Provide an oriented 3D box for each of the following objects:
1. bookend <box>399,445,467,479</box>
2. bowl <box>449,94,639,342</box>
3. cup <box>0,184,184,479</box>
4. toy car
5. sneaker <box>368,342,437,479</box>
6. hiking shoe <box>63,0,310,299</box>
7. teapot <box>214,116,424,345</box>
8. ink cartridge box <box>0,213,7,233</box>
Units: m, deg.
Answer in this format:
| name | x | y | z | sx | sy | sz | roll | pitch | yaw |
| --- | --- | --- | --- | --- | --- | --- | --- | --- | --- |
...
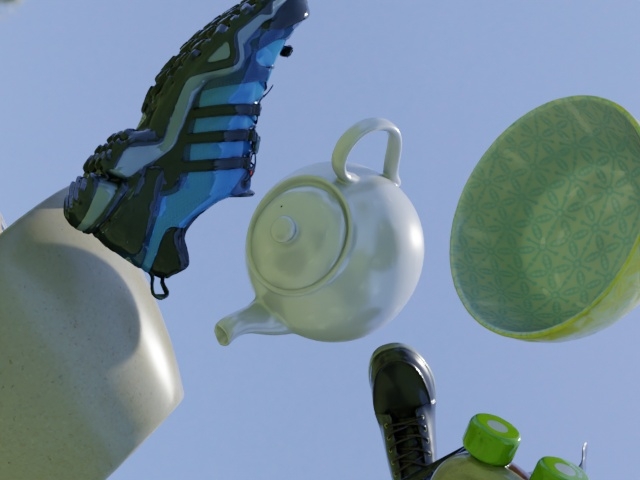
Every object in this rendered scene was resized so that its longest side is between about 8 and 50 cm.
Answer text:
| name | x | y | z | sx | sy | sz | roll | pitch | yaw |
| --- | --- | --- | --- | --- | --- | --- | --- | --- | --- |
| bookend | 0.100 | 0.303 | 1.378 | 0.157 | 0.156 | 0.072 | -38 | -99 | 41 |
| bowl | 0.306 | -0.005 | 1.460 | 0.289 | 0.156 | 0.290 | -29 | -131 | 40 |
| cup | -0.281 | 0.136 | 1.307 | 0.237 | 0.331 | 0.331 | 45 | -41 | -2 |
| toy car | 0.205 | 0.252 | 1.230 | 0.149 | 0.188 | 0.155 | 31 | -70 | 29 |
| sneaker | 0.114 | 0.241 | 1.582 | 0.118 | 0.083 | 0.222 | -93 | 170 | -60 |
| hiking shoe | -0.100 | -0.102 | 1.167 | 0.132 | 0.304 | 0.113 | 42 | -9 | -19 |
| teapot | 0.000 | 0.000 | 1.601 | 0.252 | 0.187 | 0.256 | -13 | -111 | 25 |
| ink cartridge box | -0.549 | 0.018 | 1.943 | 0.272 | 0.130 | 0.309 | -103 | 180 | -46 |
